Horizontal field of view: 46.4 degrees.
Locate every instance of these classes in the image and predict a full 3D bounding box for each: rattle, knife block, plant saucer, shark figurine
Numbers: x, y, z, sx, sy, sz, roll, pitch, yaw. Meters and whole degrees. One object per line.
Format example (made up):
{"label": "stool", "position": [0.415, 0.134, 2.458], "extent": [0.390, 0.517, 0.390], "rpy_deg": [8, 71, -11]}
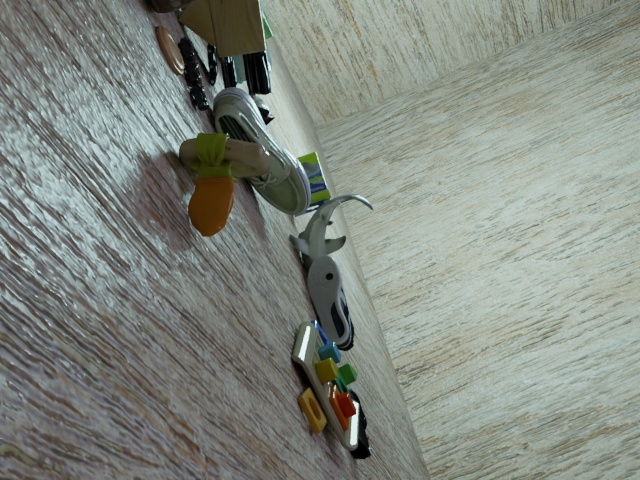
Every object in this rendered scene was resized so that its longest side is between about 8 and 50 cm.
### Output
{"label": "rattle", "position": [-0.138, -0.068, 1.047], "extent": [0.199, 0.130, 0.143], "rpy_deg": [155, -75, -70]}
{"label": "knife block", "position": [-0.142, -0.419, 1.464], "extent": [0.242, 0.276, 0.088], "rpy_deg": [33, 20, -21]}
{"label": "plant saucer", "position": [-0.242, -0.310, 1.214], "extent": [0.083, 0.013, 0.083], "rpy_deg": [-22, 90, -85]}
{"label": "shark figurine", "position": [-0.003, -0.029, 1.798], "extent": [0.166, 0.278, 0.116], "rpy_deg": [34, -20, -25]}

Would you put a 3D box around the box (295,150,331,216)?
{"label": "box", "position": [-0.040, -0.150, 1.972], "extent": [0.042, 0.109, 0.178], "rpy_deg": [67, 5, -47]}

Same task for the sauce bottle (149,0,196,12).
{"label": "sauce bottle", "position": [-0.285, -0.527, 1.139], "extent": [0.111, 0.111, 0.344], "rpy_deg": [-101, 168, -61]}

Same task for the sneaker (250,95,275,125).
{"label": "sneaker", "position": [-0.162, -0.325, 1.839], "extent": [0.075, 0.057, 0.161], "rpy_deg": [52, 7, 4]}

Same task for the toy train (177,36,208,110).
{"label": "toy train", "position": [-0.218, -0.287, 1.285], "extent": [0.036, 0.027, 0.158], "rpy_deg": [64, 7, -63]}

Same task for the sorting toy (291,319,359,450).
{"label": "sorting toy", "position": [0.023, 0.245, 1.311], "extent": [0.196, 0.047, 0.348], "rpy_deg": [60, 11, -11]}

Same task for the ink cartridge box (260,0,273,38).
{"label": "ink cartridge box", "position": [-0.245, -0.689, 2.015], "extent": [0.278, 0.117, 0.201], "rpy_deg": [61, 10, -48]}

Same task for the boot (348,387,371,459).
{"label": "boot", "position": [0.062, 0.355, 1.443], "extent": [0.099, 0.045, 0.121], "rpy_deg": [-88, 155, -61]}

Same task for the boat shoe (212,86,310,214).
{"label": "boat shoe", "position": [-0.119, -0.149, 1.429], "extent": [0.302, 0.109, 0.094], "rpy_deg": [54, 28, -32]}

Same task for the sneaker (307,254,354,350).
{"label": "sneaker", "position": [0.026, 0.150, 1.710], "extent": [0.121, 0.079, 0.217], "rpy_deg": [63, 15, -63]}

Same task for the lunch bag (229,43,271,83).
{"label": "lunch bag", "position": [-0.210, -0.531, 1.793], "extent": [0.224, 0.108, 0.279], "rpy_deg": [65, 6, -47]}
